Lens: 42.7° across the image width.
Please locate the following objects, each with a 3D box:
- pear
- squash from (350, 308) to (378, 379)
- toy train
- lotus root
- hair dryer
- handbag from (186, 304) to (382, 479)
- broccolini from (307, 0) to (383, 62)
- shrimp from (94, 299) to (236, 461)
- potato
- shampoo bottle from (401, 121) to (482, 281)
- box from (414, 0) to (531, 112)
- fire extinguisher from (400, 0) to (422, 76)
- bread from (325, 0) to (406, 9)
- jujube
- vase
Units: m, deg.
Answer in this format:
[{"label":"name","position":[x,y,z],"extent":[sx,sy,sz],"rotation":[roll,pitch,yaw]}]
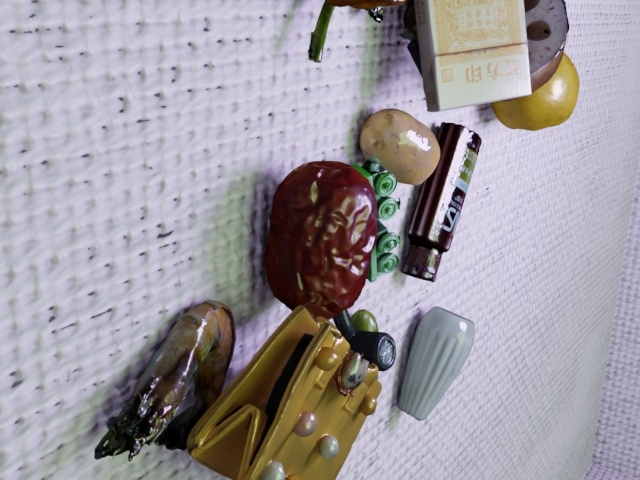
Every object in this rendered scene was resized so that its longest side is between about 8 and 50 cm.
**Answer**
[{"label":"pear","position":[0.487,-0.354,1.866],"extent":[0.209,0.209,0.209],"rotation":[-27,124,-51]},{"label":"squash","position":[0.080,0.249,1.582],"extent":[0.066,0.066,0.252],"rotation":[-21,120,-53]},{"label":"toy train","position":[0.075,-0.027,1.452],"extent":[0.119,0.085,0.251],"rotation":[-22,128,-23]},{"label":"lotus root","position":[0.372,-0.389,1.642],"extent":[0.272,0.272,0.192],"rotation":[-69,159,-13]},{"label":"hair dryer","position":[0.047,0.136,1.460],"extent":[0.071,0.124,0.219],"rotation":[-43,119,-45]},{"label":"handbag","position":[-0.025,0.277,1.278],"extent":[0.283,0.133,0.401],"rotation":[-59,155,-14]},{"label":"broccolini","position":[0.045,-0.357,1.302],"extent":[0.123,0.062,0.271],"rotation":[52,51,-34]},{"label":"shrimp","position":[-0.199,0.216,1.139],"extent":[0.289,0.075,0.178],"rotation":[-64,151,-43]},{"label":"potato","position":[0.143,-0.170,1.485],"extent":[0.178,0.118,0.109],"rotation":[31,39,-44]},{"label":"shampoo bottle","position":[0.250,-0.076,1.710],"extent":[0.129,0.084,0.323],"rotation":[27,79,-55]},{"label":"box","position":[0.260,-0.421,1.430],"extent":[0.204,0.051,0.365],"rotation":[-13,103,-22]},{"label":"fire extinguisher","position":[0.240,-0.438,1.517],"extent":[0.138,0.102,0.344],"rotation":[32,67,-13]},{"label":"bread","position":[0.046,-0.446,1.166],"extent":[0.246,0.135,0.232],"rotation":[30,64,-43]},{"label":"jujube","position":[0.000,0.000,1.266],"extent":[0.174,0.174,0.250],"rotation":[-32,134,-49]},{"label":"vase","position":[0.248,0.275,1.809],"extent":[0.128,0.128,0.248],"rotation":[20,94,-58]}]
